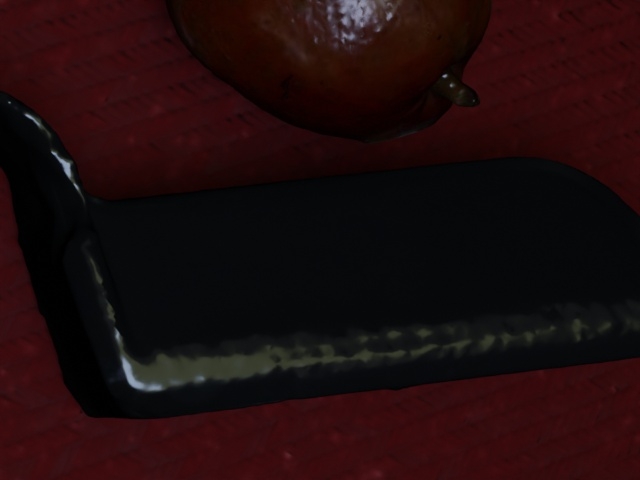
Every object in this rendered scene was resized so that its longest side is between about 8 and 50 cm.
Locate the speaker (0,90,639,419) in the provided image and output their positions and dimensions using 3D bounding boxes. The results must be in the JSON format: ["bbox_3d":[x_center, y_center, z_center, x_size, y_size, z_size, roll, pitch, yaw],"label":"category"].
[{"bbox_3d":[0.000,0.000,1.128,0.388,0.180,0.184,-5,87,-17],"label":"speaker"}]

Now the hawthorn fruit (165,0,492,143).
[{"bbox_3d":[0.015,-0.144,1.120,0.185,0.185,0.202,-42,80,-12],"label":"hawthorn fruit"}]
